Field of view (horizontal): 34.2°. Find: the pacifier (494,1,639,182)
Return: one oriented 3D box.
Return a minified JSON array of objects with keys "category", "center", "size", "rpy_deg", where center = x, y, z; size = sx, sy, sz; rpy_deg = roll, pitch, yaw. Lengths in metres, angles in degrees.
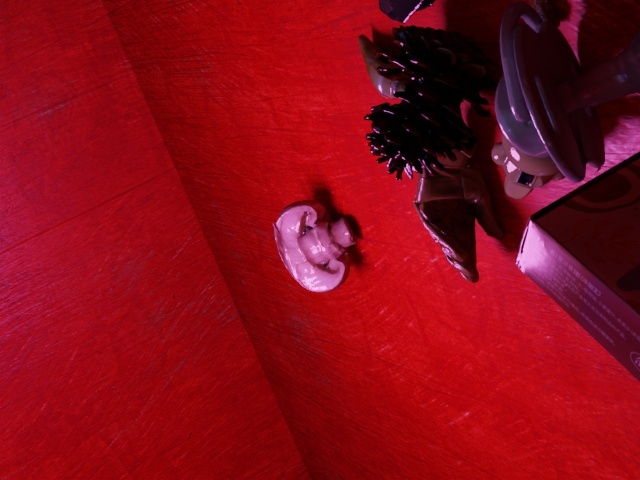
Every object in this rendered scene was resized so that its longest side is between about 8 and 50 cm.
[{"category":"pacifier","center":[0.395,-0.242,1.525],"size":[0.269,0.343,0.288],"rpy_deg":[-22,94,26]}]

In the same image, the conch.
[{"category":"conch","center":[0.138,-0.344,2.139],"size":[0.095,0.079,0.200],"rpy_deg":[63,179,-43]}]

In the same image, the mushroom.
[{"category":"mushroom","center":[0.000,0.000,2.759],"size":[0.253,0.195,0.189],"rpy_deg":[61,-168,-9]}]

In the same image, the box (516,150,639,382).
[{"category":"box","center":[0.525,0.046,1.402],"size":[0.385,0.344,0.122],"rpy_deg":[47,154,31]}]

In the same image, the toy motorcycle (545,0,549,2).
[{"category":"toy motorcycle","center":[0.315,-0.514,1.401],"size":[0.207,0.134,0.401],"rpy_deg":[25,122,28]}]

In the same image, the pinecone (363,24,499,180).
[{"category":"pinecone","center":[0.184,-0.248,1.883],"size":[0.246,0.292,0.246],"rpy_deg":[25,179,1]}]

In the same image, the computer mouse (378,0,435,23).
[{"category":"computer mouse","center":[0.171,-0.470,1.940],"size":[0.172,0.057,0.099],"rpy_deg":[-25,93,57]}]

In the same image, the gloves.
[{"category":"gloves","center":[0.271,-0.071,2.081],"size":[0.141,0.154,0.331],"rpy_deg":[16,127,40]}]

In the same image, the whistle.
[{"category":"whistle","center":[0.374,-0.162,1.818],"size":[0.141,0.141,0.294],"rpy_deg":[57,176,9]}]

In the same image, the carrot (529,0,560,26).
[{"category":"carrot","center":[0.340,-0.409,1.670],"size":[0.165,0.036,0.036],"rpy_deg":[64,158,-1]}]
